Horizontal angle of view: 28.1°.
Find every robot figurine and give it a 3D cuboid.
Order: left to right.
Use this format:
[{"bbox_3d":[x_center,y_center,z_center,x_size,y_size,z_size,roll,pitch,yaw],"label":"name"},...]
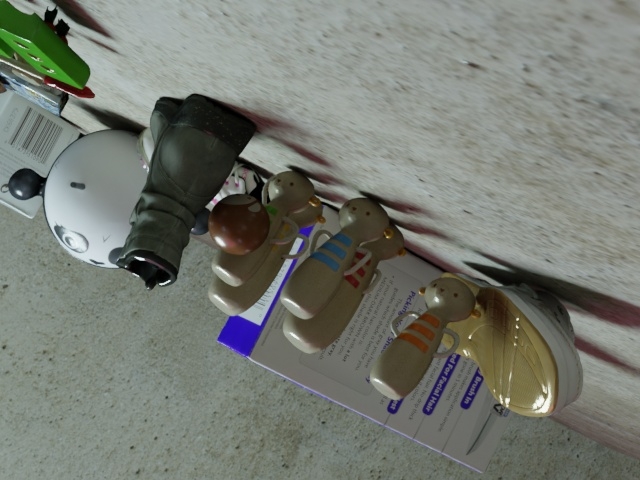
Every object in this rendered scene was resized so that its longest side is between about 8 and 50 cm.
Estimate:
[{"bbox_3d":[-0.261,-0.048,1.593,0.173,0.209,0.278,63,169,-7],"label":"robot figurine"}]

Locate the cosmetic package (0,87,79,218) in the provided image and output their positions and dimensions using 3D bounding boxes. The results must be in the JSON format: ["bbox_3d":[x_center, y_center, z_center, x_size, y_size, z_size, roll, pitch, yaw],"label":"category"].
[{"bbox_3d":[-0.487,-0.148,1.862,0.183,0.151,0.151,23,173,36],"label":"cosmetic package"}]

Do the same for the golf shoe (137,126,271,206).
[{"bbox_3d":[-0.106,-0.067,1.344,0.186,0.067,0.086,37,134,-22],"label":"golf shoe"}]

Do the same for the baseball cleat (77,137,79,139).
[{"bbox_3d":[-0.388,-0.128,2.056,0.109,0.072,0.206,21,-179,-18],"label":"baseball cleat"}]

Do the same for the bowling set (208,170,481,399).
[{"bbox_3d":[0.000,0.000,1.166,0.287,0.154,0.200,25,156,35],"label":"bowling set"}]

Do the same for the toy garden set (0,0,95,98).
[{"bbox_3d":[-0.284,-0.188,1.027,0.244,0.049,0.204,24,173,14],"label":"toy garden set"}]

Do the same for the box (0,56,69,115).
[{"bbox_3d":[-0.332,-0.180,1.446,0.094,0.027,0.137,28,175,-10],"label":"box"}]

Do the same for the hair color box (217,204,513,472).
[{"bbox_3d":[0.076,0.108,1.441,0.339,0.185,0.110,29,175,-24],"label":"hair color box"}]

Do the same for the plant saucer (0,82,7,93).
[{"bbox_3d":[-0.423,-0.211,1.415,0.168,0.029,0.168,38,173,6],"label":"plant saucer"}]

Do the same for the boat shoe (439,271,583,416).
[{"bbox_3d":[0.190,0.084,1.171,0.096,0.098,0.277,1,-166,-13],"label":"boat shoe"}]

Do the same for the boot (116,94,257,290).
[{"bbox_3d":[-0.140,-0.040,1.135,0.083,0.161,0.246,28,175,-12],"label":"boot"}]
